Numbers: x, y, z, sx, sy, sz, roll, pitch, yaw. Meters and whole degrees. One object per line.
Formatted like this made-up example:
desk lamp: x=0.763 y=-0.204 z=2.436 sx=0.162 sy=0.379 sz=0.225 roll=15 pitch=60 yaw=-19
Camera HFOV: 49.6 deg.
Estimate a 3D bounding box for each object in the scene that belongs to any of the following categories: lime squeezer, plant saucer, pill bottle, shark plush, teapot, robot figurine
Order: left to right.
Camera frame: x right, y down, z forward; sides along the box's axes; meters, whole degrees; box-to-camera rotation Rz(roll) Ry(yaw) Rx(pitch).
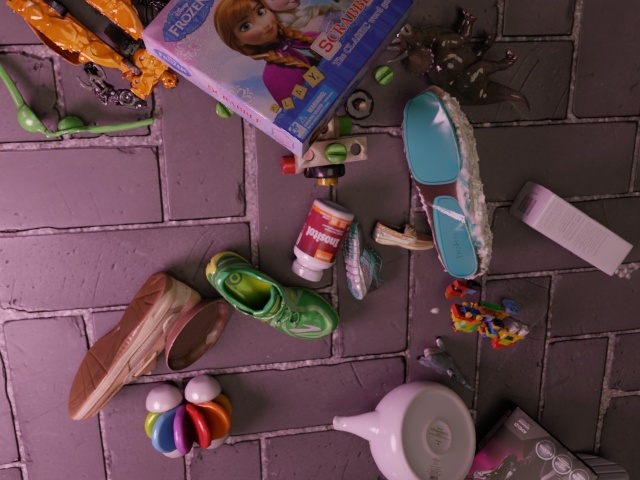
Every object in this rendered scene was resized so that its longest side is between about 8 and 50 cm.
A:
lime squeezer: x=-0.462 y=-0.229 z=1.233 sx=0.310 sy=0.059 sz=0.110 roll=22 pitch=72 yaw=-16
robot figurine: x=-0.362 y=-0.362 z=1.183 sx=0.291 sy=0.085 sz=0.211 roll=38 pitch=97 yaw=-19
plant saucer: x=-0.247 y=0.181 z=1.362 sx=0.029 sy=0.168 sz=0.169 roll=34 pitch=101 yaw=21
pill bottle: x=0.000 y=0.000 z=1.371 sx=0.086 sy=0.086 sz=0.152 roll=19 pitch=103 yaw=-16
teapot: x=0.201 y=0.427 z=1.504 sx=0.252 sy=0.187 sz=0.256 roll=-31 pitch=93 yaw=-35
shark plush: x=0.277 y=0.290 z=1.530 sx=0.073 sy=0.067 sz=0.161 roll=-35 pitch=111 yaw=1

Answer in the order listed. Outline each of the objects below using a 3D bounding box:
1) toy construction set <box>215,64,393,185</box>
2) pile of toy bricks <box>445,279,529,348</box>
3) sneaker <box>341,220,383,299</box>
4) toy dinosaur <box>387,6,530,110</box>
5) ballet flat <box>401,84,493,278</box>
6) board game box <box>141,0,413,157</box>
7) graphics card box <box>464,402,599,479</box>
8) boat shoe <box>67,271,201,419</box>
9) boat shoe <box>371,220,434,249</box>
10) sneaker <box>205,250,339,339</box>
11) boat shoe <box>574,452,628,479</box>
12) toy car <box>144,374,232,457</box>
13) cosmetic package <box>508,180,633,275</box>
toy construction set: x=-0.037 y=-0.228 z=1.210 sx=0.308 sy=0.237 sz=0.258 roll=19 pitch=103 yaw=-16
pile of toy bricks: x=0.334 y=0.168 z=1.497 sx=0.212 sy=0.118 sz=0.105 roll=18 pitch=132 yaw=-32
sneaker: x=0.090 y=0.035 z=1.423 sx=0.076 sy=0.065 sz=0.167 roll=-17 pitch=114 yaw=-23
toy dinosaur: x=0.264 y=-0.335 z=1.318 sx=0.313 sy=0.121 sz=0.160 roll=35 pitch=110 yaw=-24
ballet flat: x=0.262 y=-0.119 z=1.375 sx=0.146 sy=0.147 sz=0.409 roll=-18 pitch=113 yaw=-5
board game box: x=-0.066 y=-0.350 z=1.134 sx=0.318 sy=0.066 sz=0.319 roll=34 pitch=76 yaw=6
graphics card box: x=0.414 y=0.584 z=1.570 sx=0.232 sy=0.094 sz=0.371 roll=41 pitch=91 yaw=11
boat shoe: x=-0.364 y=0.223 z=1.352 sx=0.110 sy=0.122 sz=0.341 roll=34 pitch=99 yaw=-37
boat shoe: x=0.174 y=-0.012 z=1.421 sx=0.135 sy=0.050 sz=0.045 roll=7 pitch=112 yaw=-13
sneaker: x=-0.095 y=0.129 z=1.374 sx=0.295 sy=0.123 sz=0.109 roll=28 pitch=100 yaw=-19
boat shoe: x=0.569 y=0.605 z=1.678 sx=0.334 sy=0.121 sz=0.119 roll=-7 pitch=117 yaw=3
toy car: x=-0.268 y=0.375 z=1.412 sx=0.181 sy=0.136 sz=0.159 roll=-12 pitch=110 yaw=-7
cosmetic package: x=0.523 y=-0.026 z=1.451 sx=0.231 sy=0.117 sz=0.086 roll=27 pitch=102 yaw=-19
